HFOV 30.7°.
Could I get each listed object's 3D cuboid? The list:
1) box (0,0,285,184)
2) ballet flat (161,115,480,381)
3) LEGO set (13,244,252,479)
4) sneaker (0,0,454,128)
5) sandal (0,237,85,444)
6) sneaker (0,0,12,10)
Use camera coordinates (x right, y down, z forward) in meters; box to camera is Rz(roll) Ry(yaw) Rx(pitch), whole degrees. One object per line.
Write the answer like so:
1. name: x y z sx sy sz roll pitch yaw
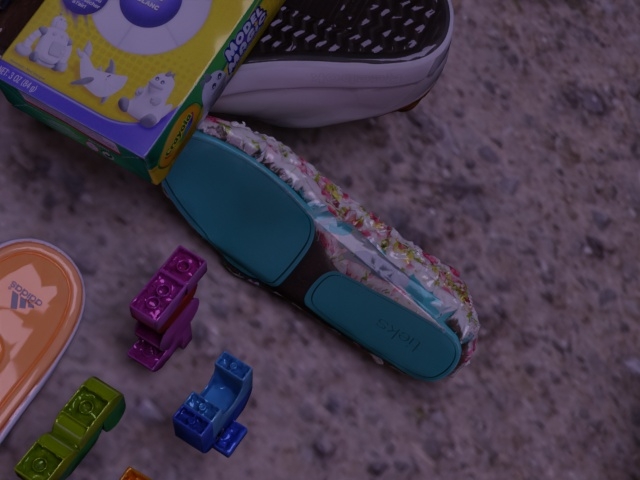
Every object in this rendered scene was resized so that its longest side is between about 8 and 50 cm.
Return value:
1. box: -0.086 -0.131 0.647 0.105 0.043 0.179 28 72 12
2. ballet flat: 0.000 0.000 0.730 0.241 0.091 0.077 40 32 -11
3. LEGO set: -0.106 0.127 0.633 0.087 0.093 0.227 30 62 14
4. sneaker: -0.068 -0.111 0.725 0.290 0.123 0.106 6 72 2
5. sandal: -0.210 0.096 0.599 0.102 0.076 0.265 34 63 -9
6. sneaker: -0.293 -0.144 0.621 0.275 0.107 0.110 -17 67 -17
